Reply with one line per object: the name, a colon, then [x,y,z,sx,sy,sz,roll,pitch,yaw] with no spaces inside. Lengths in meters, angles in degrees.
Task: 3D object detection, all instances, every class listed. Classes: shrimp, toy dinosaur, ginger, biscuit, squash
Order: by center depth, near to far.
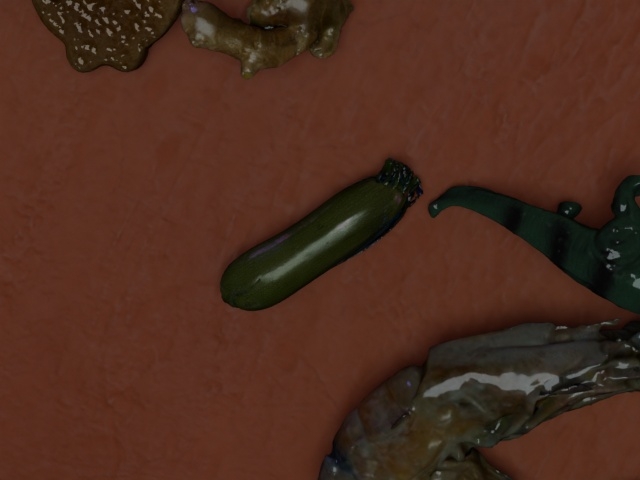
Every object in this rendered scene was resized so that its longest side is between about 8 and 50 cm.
ginger: [-0.042,-0.224,1.469,0.176,0.052,0.193,34,86,-19]
biscuit: [-0.179,-0.240,1.478,0.166,0.036,0.225,-26,100,14]
toy dinosaur: [0.237,-0.004,1.492,0.292,0.079,0.120,31,72,12]
squash: [0.000,0.000,1.519,0.183,0.052,0.052,-32,99,5]
shrimp: [0.169,0.175,1.540,0.360,0.085,0.247,-27,110,10]
